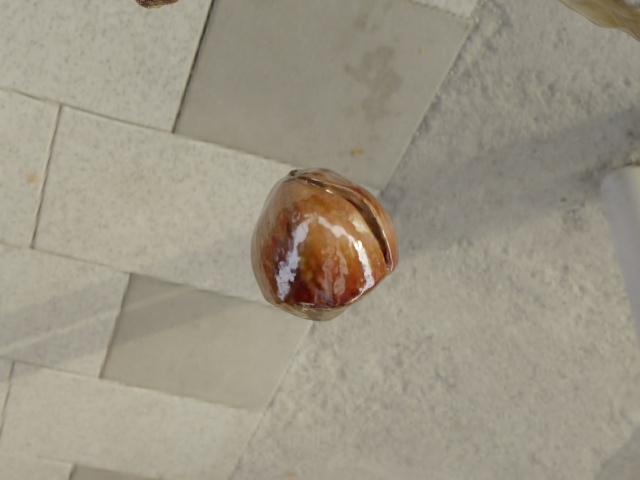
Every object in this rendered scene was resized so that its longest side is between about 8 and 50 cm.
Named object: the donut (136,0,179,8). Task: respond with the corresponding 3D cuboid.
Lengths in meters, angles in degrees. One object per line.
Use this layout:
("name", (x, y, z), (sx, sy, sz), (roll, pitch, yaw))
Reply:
("donut", (-0.281, -0.506, 1.782), (0.073, 0.166, 0.184), (9, 98, 29))

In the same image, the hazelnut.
("hazelnut", (0.000, 0.000, 0.919), (0.143, 0.154, 0.143), (2, 98, 11))

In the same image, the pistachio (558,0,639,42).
("pistachio", (0.387, -0.436, 1.183), (0.365, 0.445, 0.281), (-15, 173, 9))
